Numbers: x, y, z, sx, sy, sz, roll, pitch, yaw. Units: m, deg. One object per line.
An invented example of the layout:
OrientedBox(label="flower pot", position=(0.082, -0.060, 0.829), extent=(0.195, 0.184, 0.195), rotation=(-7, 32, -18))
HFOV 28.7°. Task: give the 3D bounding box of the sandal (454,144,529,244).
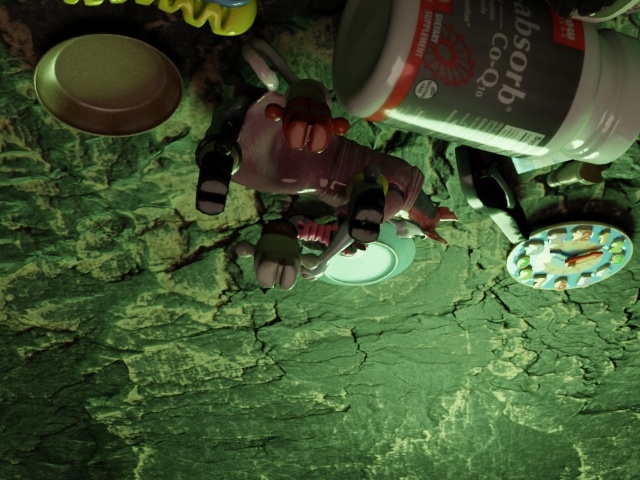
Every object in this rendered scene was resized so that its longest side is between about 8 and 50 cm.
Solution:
OrientedBox(label="sandal", position=(0.264, -0.077, 1.861), extent=(0.054, 0.097, 0.254), rotation=(-20, 151, 23))

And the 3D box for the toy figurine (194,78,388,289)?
OrientedBox(label="toy figurine", position=(-0.035, -0.067, 1.526), extent=(0.213, 0.148, 0.209), rotation=(-33, 112, 14))

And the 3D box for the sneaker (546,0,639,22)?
OrientedBox(label="sneaker", position=(0.456, -0.386, 1.446), extent=(0.410, 0.158, 0.182), rotation=(-29, 162, 31))

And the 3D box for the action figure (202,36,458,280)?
OrientedBox(label="action figure", position=(0.025, -0.106, 1.710), extent=(0.370, 0.248, 0.275), rotation=(19, 113, -7))

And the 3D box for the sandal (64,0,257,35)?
OrientedBox(label="sandal", position=(-0.207, -0.340, 1.443), extent=(0.317, 0.126, 0.138), rotation=(5, 140, -25))

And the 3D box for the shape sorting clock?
OrientedBox(label="shape sorting clock", position=(0.409, 0.029, 2.054), extent=(0.206, 0.040, 0.206), rotation=(-2, 144, -2))

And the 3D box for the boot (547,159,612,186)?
OrientedBox(label="boot", position=(0.372, -0.097, 1.835), extent=(0.087, 0.042, 0.118), rotation=(-15, -177, 38))

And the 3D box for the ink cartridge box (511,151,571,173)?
OrientedBox(label="ink cartridge box", position=(0.328, -0.154, 1.788), extent=(0.122, 0.052, 0.088), rotation=(-14, 143, 15))

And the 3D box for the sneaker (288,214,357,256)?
OrientedBox(label="sneaker", position=(0.000, 0.000, 1.973), extent=(0.119, 0.047, 0.057), rotation=(21, 148, -3))

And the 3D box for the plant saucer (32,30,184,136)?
OrientedBox(label="plant saucer", position=(-0.281, -0.215, 1.667), extent=(0.199, 0.036, 0.198), rotation=(-3, 145, -2))

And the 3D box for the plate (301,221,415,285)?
OrientedBox(label="plate", position=(0.062, 0.028, 2.039), extent=(0.188, 0.024, 0.188), rotation=(-2, 145, -1))

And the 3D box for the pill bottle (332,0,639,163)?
OrientedBox(label="pill bottle", position=(0.216, -0.218, 1.559), extent=(0.363, 0.210, 0.210), rotation=(12, 141, -21))
